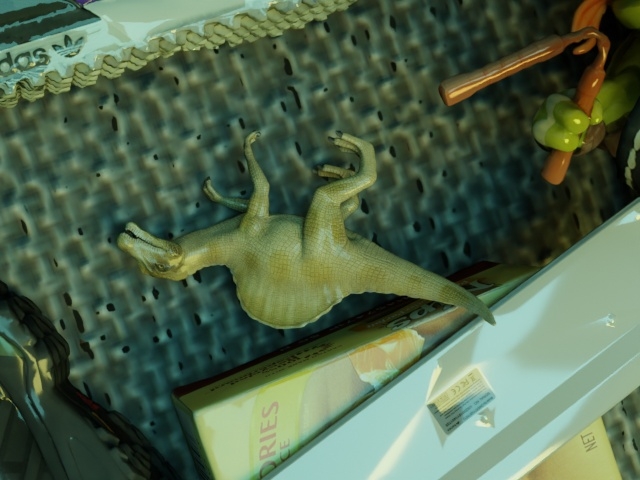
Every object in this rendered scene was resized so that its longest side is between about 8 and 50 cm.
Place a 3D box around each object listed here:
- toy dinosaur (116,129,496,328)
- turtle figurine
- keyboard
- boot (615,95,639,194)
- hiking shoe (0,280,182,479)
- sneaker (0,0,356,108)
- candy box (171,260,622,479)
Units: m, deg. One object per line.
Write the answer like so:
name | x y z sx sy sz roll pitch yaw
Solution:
toy dinosaur | 0.000 0.000 0.598 0.183 0.053 0.093 8 69 14
turtle figurine | 0.177 -0.048 0.641 0.269 0.087 0.217 -26 107 -27
keyboard | 0.068 0.080 0.564 0.256 0.014 0.072 -36 92 -11
boot | 0.106 -0.188 0.515 0.284 0.138 0.377 23 60 12
hiking shoe | -0.132 0.122 0.569 0.114 0.086 0.227 -38 85 1
sneaker | -0.075 -0.157 0.567 0.293 0.102 0.146 -19 94 -14
candy box | 0.069 0.189 0.615 0.183 0.087 0.316 -21 96 -12
